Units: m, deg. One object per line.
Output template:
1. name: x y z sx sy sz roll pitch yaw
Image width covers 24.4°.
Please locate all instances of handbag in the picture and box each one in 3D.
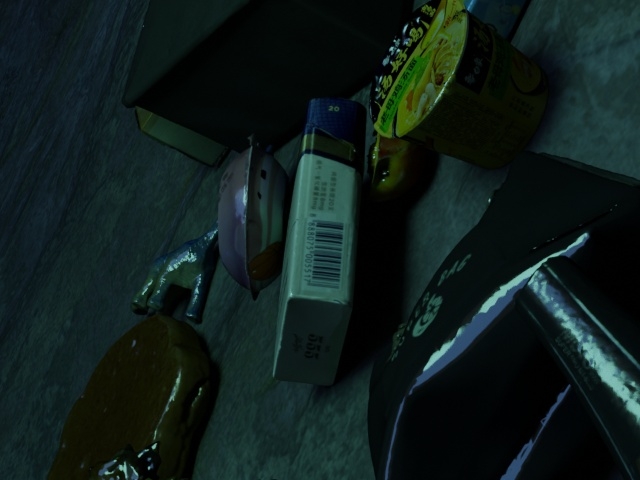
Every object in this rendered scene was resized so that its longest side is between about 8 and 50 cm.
1. handbag: 0.142 0.072 1.197 0.342 0.152 0.288 -56 17 14

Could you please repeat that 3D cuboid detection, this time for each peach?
1. peach: 0.078 -0.083 1.539 0.098 0.061 0.098 -168 90 -90

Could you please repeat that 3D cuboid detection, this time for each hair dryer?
1. hair dryer: 0.182 0.218 0.988 0.303 0.120 0.359 47 127 35

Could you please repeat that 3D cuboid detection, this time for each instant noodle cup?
1. instant noodle cup: 0.136 -0.144 1.410 0.151 0.122 0.151 -44 35 41

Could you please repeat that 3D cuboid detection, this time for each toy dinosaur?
1. toy dinosaur: -0.177 0.022 1.964 0.248 0.075 0.188 -22 39 63

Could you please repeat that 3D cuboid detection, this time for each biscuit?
1. biscuit: -0.251 0.280 1.843 0.359 0.074 0.381 -35 41 50

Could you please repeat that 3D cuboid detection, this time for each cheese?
1. cheese: -0.070 -0.035 1.683 0.286 0.074 0.188 -74 -14 -74

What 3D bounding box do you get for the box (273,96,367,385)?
1. box: 0.000 0.000 1.538 0.168 0.071 0.259 101 176 -55

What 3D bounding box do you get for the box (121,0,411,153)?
1. box: -0.057 -0.293 1.817 0.345 0.204 0.251 -30 43 51

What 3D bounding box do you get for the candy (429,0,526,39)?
1. candy: 0.179 -0.281 1.518 0.194 0.062 0.097 -63 25 2

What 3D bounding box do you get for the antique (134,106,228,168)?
1. antique: -0.176 -0.213 2.046 0.152 0.148 0.146 -53 30 19

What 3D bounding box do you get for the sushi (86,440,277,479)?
1. sushi: -0.147 0.321 1.433 0.238 0.219 0.225 -64 21 2
